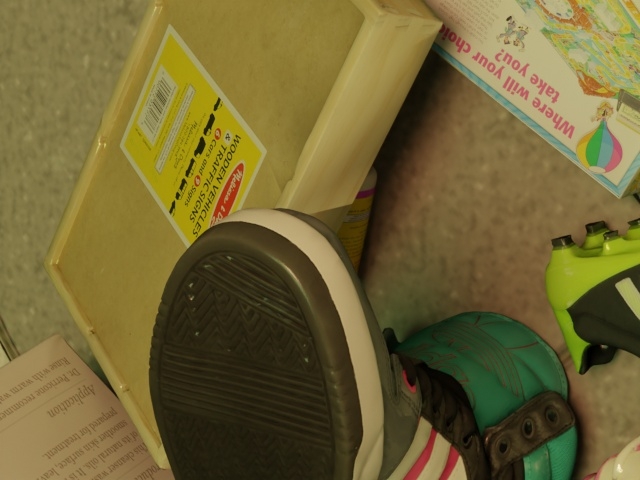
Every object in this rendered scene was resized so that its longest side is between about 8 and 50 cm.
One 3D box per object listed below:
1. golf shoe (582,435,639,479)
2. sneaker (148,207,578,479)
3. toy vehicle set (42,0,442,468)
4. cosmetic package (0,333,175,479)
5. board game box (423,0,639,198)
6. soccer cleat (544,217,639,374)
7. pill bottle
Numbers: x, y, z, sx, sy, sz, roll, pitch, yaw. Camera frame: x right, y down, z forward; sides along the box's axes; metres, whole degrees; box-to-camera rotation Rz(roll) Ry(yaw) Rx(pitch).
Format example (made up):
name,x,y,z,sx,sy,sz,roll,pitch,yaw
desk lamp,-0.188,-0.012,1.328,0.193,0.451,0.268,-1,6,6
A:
name,x,y,z,sx,sy,sz,roll,pitch,yaw
golf shoe,0.174,0.110,0.745,0.140,0.115,0.306,47,117,36
sneaker,0.033,0.072,0.790,0.123,0.178,0.295,24,139,30
toy vehicle set,-0.050,-0.041,0.880,0.166,0.035,0.267,54,128,40
cosmetic package,-0.094,0.257,0.874,0.385,0.217,0.156,48,124,8
board game box,0.105,-0.106,0.794,0.154,0.026,0.103,42,121,21
soccer cleat,0.169,0.024,0.752,0.179,0.060,0.072,-7,101,52
pill bottle,0.000,0.000,0.884,0.043,0.043,0.083,22,113,30
